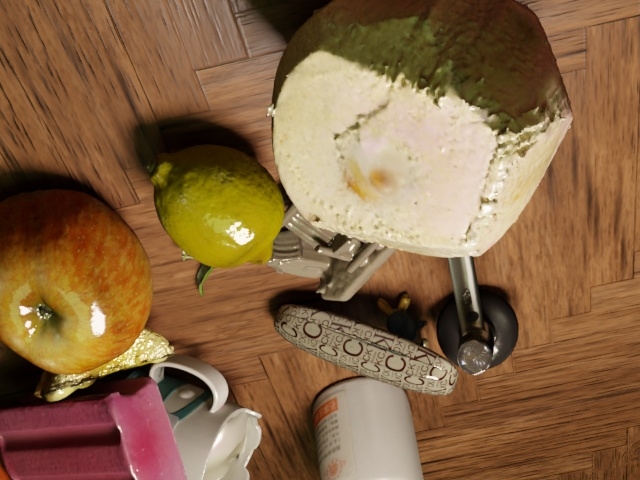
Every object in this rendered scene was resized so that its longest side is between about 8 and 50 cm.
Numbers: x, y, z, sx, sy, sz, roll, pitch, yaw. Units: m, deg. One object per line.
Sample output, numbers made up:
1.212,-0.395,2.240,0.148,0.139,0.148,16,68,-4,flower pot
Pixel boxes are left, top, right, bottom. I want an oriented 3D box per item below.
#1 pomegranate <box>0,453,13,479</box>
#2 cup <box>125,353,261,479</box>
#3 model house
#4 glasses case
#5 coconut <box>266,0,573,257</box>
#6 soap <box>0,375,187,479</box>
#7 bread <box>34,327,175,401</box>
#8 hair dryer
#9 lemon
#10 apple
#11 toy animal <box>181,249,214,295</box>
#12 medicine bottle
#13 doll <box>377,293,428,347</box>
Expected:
-0.661,0.485,2.239,0.229,0.270,0.252,-30,129,35,pomegranate
-0.267,0.358,2.174,0.258,0.219,0.289,21,116,19,cup
0.004,-0.004,1.894,0.188,0.122,0.229,21,135,-27,model house
0.082,0.201,2.074,0.355,0.085,0.137,19,164,11,glasses case
0.147,-0.181,1.547,0.405,0.404,0.404,-5,140,-4,coconut
-0.434,0.388,2.077,0.360,0.233,0.128,-11,-172,38,soap
-0.407,0.194,2.040,0.252,0.133,0.174,-18,-178,-22,bread
0.287,0.095,2.013,0.156,0.284,0.320,6,176,9,hair dryer
-0.163,-0.059,1.761,0.184,0.184,0.248,-35,115,28,lemon
-0.417,0.075,1.817,0.309,0.250,0.277,26,130,-30,apple
-0.213,0.033,1.965,0.075,0.041,0.217,7,142,-19,toy animal
0.103,0.482,2.286,0.211,0.371,0.211,-4,140,-4,medicine bottle
0.158,0.179,2.172,0.102,0.089,0.179,-11,116,2,doll
